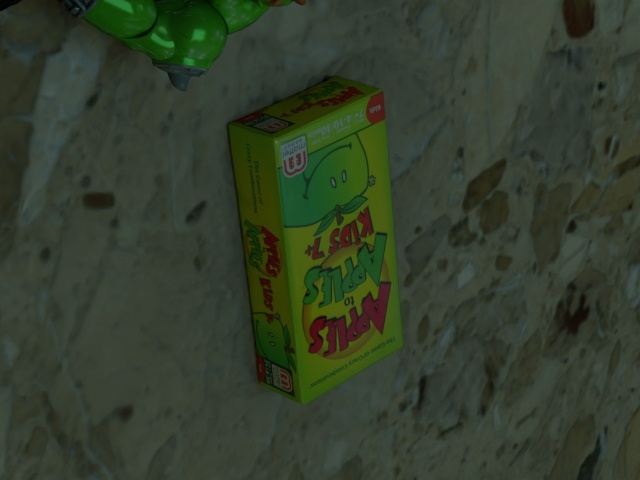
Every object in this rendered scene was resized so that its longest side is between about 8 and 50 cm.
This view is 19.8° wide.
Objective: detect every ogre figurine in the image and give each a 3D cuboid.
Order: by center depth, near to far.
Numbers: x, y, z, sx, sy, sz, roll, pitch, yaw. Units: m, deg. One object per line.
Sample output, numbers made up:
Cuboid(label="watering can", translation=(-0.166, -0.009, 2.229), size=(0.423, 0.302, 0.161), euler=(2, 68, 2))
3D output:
Cuboid(label="ogre figurine", translation=(-0.059, -0.170, 0.980), size=(0.118, 0.097, 0.197), euler=(53, 50, -24))

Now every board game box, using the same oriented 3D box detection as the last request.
Cuboid(label="board game box", translation=(0.000, 0.000, 1.138), size=(0.092, 0.043, 0.181), euler=(-28, 124, -37))

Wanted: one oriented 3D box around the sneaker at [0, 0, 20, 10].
Cuboid(label="sneaker", translation=(-0.161, -0.237, 0.848), size=(0.146, 0.102, 0.293), euler=(-5, 114, -49))
